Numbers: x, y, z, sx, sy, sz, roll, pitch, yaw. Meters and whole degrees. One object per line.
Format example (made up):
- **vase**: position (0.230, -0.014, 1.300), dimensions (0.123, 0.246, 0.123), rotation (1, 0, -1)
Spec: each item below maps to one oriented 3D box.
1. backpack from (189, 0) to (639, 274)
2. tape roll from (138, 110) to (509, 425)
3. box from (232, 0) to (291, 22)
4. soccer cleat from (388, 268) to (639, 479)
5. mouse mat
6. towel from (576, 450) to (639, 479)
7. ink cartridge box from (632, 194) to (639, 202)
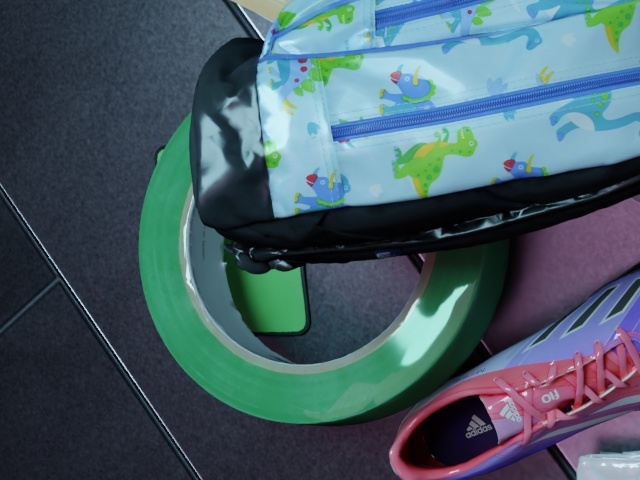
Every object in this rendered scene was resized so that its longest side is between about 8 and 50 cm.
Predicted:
- **backpack**: position (0.116, -0.103, 1.068), dimensions (0.356, 0.290, 0.273), rotation (3, 88, 15)
- **tape roll**: position (0.000, 0.000, 1.290), dimensions (0.321, 0.077, 0.321), rotation (-3, 81, 21)
- **box**: position (-0.022, -0.282, 1.292), dimensions (0.130, 0.091, 0.170), rotation (28, 110, 19)
- **soccer cleat**: position (0.197, 0.121, 1.241), dimensions (0.318, 0.116, 0.108), rotation (-31, 85, 27)
- **mouse mat**: position (-0.086, -0.001, 1.419), dimensions (0.153, 0.007, 0.189), rotation (-2, 97, 26)
- **towel**: position (0.382, 0.330, 1.226), dimensions (0.317, 0.053, 0.331), rotation (-3, 97, 27)
- **ink cartridge box**: position (0.269, -0.105, 1.189), dimensions (0.231, 0.078, 0.134), rotation (30, 111, 18)
